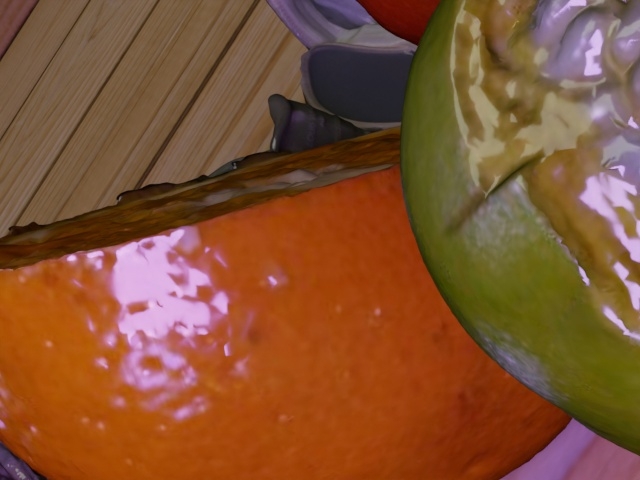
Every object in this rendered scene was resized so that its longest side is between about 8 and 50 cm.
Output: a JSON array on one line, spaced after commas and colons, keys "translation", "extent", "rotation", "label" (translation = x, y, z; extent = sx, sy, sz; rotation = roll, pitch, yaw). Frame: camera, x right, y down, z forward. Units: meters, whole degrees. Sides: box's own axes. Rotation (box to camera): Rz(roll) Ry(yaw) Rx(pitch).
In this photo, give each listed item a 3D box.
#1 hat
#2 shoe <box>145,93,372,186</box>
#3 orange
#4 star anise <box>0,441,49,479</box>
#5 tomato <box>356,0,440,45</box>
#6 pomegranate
[{"translation": [0.070, -0.184, 1.032], "extent": [0.275, 0.161, 0.232], "rotation": [39, 123, 47], "label": "hat"}, {"translation": [-0.058, 0.024, 1.012], "extent": [0.293, 0.149, 0.109], "rotation": [-44, 26, 29], "label": "shoe"}, {"translation": [0.003, 0.002, 0.744], "extent": [0.310, 0.274, 0.274], "rotation": [-50, 18, -17], "label": "orange"}, {"translation": [-0.214, 0.164, 1.241], "extent": [0.231, 0.089, 0.209], "rotation": [136, 150, -61], "label": "star anise"}, {"translation": [0.090, -0.186, 0.719], "extent": [0.260, 0.180, 0.260], "rotation": [22, 120, 46], "label": "tomato"}, {"translation": [0.157, 0.001, 0.522], "extent": [0.236, 0.236, 0.302], "rotation": [-43, 59, 33], "label": "pomegranate"}]
